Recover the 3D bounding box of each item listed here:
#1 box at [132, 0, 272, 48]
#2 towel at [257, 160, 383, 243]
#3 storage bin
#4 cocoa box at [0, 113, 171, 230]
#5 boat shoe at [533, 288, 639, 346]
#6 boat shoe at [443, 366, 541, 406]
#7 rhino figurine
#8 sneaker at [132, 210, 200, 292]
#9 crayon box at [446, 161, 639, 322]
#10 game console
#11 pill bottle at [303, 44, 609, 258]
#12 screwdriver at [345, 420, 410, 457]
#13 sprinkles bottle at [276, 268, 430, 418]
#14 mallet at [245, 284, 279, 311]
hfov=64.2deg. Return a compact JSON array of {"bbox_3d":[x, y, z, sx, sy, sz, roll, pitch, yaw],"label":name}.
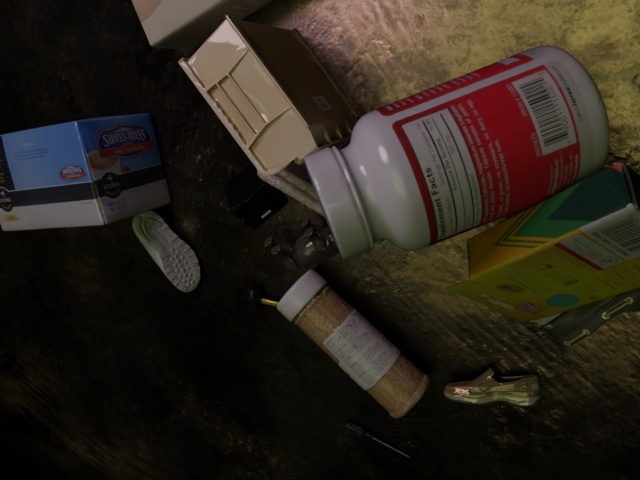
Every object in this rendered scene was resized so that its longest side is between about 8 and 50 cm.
[{"bbox_3d":[-0.199,-0.494,0.983,0.311,0.148,0.121,-18,99,27],"label":"box"},{"bbox_3d":[0.025,-0.088,0.992,0.282,0.187,0.049,32,114,13],"label":"towel"},{"bbox_3d":[-0.069,-0.258,0.935,0.123,0.262,0.260,-36,90,27],"label":"storage bin"},{"bbox_3d":[-0.584,-0.164,1.221,0.347,0.231,0.228,-2,106,25],"label":"cocoa box"},{"bbox_3d":[0.510,0.081,0.874,0.091,0.109,0.305,47,126,3],"label":"boat shoe"},{"bbox_3d":[0.350,0.295,1.050,0.190,0.068,0.072,-4,93,16],"label":"boat shoe"},{"bbox_3d":[0.000,0.000,1.091,0.243,0.073,0.106,-25,132,29],"label":"rhino figurine"},{"bbox_3d":[-0.389,0.028,1.291,0.095,0.090,0.235,-9,115,58],"label":"sneaker"},{"bbox_3d":[0.379,0.025,0.795,0.202,0.081,0.318,25,144,-26],"label":"crayon box"},{"bbox_3d":[-0.149,-0.105,1.167,0.107,0.071,0.122,38,124,-26],"label":"game console"},{"bbox_3d":[0.193,-0.122,0.793,0.408,0.229,0.229,-21,98,1],"label":"pill bottle"},{"bbox_3d":[0.139,0.481,1.234,0.170,0.025,0.024,22,115,7],"label":"screwdriver"},{"bbox_3d":[0.070,0.222,1.113,0.355,0.121,0.121,42,119,6],"label":"sprinkles bottle"},{"bbox_3d":[-0.096,0.163,1.222,0.190,0.039,0.062,18,113,14],"label":"mallet"}]
